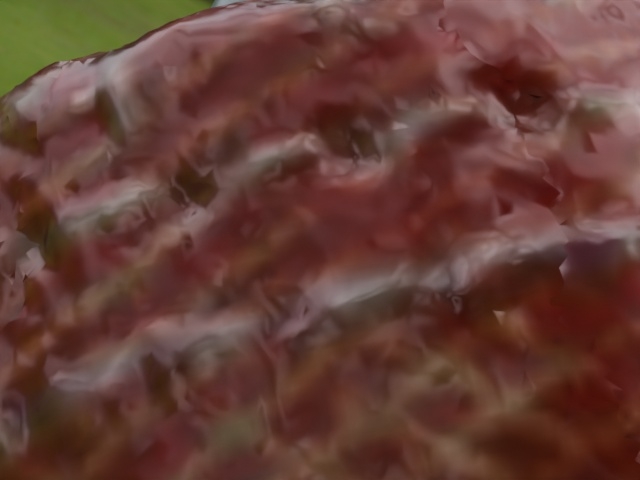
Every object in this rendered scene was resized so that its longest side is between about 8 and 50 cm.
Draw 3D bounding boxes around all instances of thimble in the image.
[{"bbox_3d":[0.027,0.080,0.518,0.350,0.350,0.231,19,53,-50],"label":"thimble"}]

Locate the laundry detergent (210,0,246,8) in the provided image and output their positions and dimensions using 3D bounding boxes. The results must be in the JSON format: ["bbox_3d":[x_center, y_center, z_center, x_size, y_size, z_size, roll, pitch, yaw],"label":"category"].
[{"bbox_3d":[0.000,0.000,0.950,0.264,0.398,0.125,27,-27,11],"label":"laundry detergent"}]
